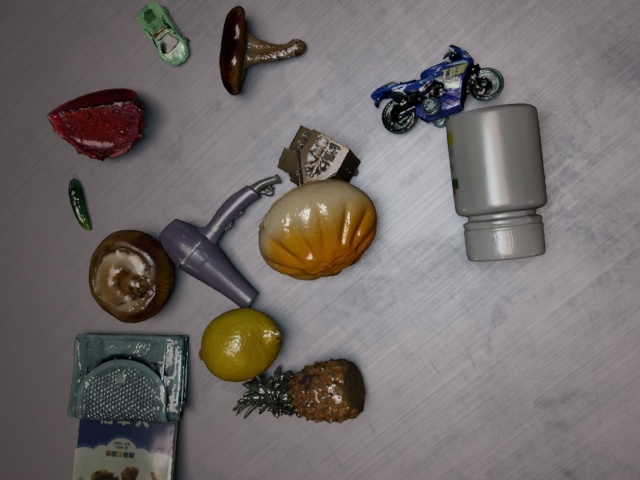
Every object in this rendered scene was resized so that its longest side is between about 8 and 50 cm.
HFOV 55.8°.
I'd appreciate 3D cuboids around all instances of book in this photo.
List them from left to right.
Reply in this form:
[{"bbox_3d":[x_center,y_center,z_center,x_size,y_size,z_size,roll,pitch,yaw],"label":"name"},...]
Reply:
[{"bbox_3d":[-0.544,0.625,1.673,0.300,0.039,0.428,-1,78,13],"label":"book"}]

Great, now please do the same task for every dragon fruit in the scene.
[{"bbox_3d":[-0.581,-0.333,1.650,0.261,0.163,0.189,-7,61,9],"label":"dragon fruit"}]

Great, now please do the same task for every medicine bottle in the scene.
[{"bbox_3d":[0.411,-0.128,1.400,0.208,0.208,0.340,-6,91,13],"label":"medicine bottle"}]

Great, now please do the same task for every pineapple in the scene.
[{"bbox_3d":[-0.063,0.400,1.560,0.340,0.169,0.169,-14,89,21],"label":"pineapple"}]

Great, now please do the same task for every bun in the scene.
[{"bbox_3d":[0.000,0.000,1.441,0.299,0.299,0.165,-33,53,11],"label":"bun"}]

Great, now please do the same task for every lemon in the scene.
[{"bbox_3d":[-0.206,0.269,1.562,0.244,0.187,0.187,-22,87,15],"label":"lemon"}]

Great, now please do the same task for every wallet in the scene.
[{"bbox_3d":[-0.538,0.378,1.672,0.342,0.075,0.237,-1,77,12],"label":"wallet"}]

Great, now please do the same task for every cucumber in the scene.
[{"bbox_3d":[-0.697,-0.107,1.732,0.039,0.039,0.168,-15,90,12],"label":"cucumber"}]

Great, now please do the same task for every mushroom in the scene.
[{"bbox_3d":[-0.513,0.097,1.636,0.253,0.153,0.253,1,94,17],"label":"mushroom"},{"bbox_3d":[-0.148,-0.484,1.567,0.217,0.148,0.227,6,99,-4],"label":"mushroom"}]

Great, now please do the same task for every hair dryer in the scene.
[{"bbox_3d":[-0.217,-0.026,1.605,0.301,0.121,0.361,40,94,0],"label":"hair dryer"}]

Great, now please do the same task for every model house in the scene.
[{"bbox_3d":[-0.038,-0.141,1.509,0.176,0.181,0.248,30,93,12],"label":"model house"}]

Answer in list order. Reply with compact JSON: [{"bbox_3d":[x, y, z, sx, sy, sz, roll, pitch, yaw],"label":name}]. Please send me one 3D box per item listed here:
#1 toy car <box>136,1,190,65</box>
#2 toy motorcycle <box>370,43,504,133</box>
[{"bbox_3d":[-0.429,-0.566,1.648,0.093,0.058,0.186,-34,84,10],"label":"toy car"},{"bbox_3d":[0.279,-0.373,1.476,0.315,0.113,0.169,-17,77,21],"label":"toy motorcycle"}]
